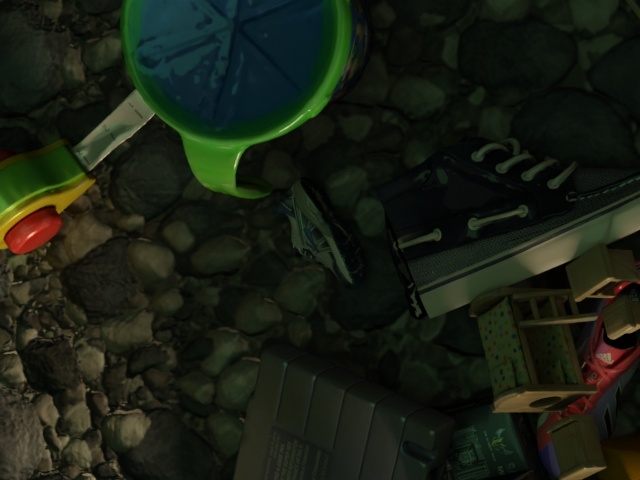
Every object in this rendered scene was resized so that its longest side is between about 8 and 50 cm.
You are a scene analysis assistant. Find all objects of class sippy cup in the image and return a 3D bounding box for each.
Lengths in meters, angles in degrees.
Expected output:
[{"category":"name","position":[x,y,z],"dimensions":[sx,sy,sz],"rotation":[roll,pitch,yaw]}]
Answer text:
[{"category":"sippy cup","position":[-0.053,-0.214,1.474],"dimensions":[0.305,0.224,0.240],"rotation":[-44,81,17]}]

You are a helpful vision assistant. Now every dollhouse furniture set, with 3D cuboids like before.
[{"category":"dollhouse furniture set","position":[0.235,0.118,1.373],"dimensions":[0.161,0.101,0.182],"rotation":[-43,52,50]}]

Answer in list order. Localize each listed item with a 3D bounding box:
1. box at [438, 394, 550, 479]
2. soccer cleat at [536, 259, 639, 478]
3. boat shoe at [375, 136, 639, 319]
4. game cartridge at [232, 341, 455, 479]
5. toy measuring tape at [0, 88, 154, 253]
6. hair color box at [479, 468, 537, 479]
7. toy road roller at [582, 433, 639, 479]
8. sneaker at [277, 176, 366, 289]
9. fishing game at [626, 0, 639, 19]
[{"category":"box","position":[0.157,0.295,1.530],"dimensions":[0.183,0.059,0.233],"rotation":[-20,88,22]},{"category":"soccer cleat","position":[0.280,0.133,1.456],"dimensions":[0.083,0.095,0.248],"rotation":[28,102,15]},{"category":"boat shoe","position":[0.213,-0.050,1.447],"dimensions":[0.340,0.127,0.158],"rotation":[-25,87,19]},{"category":"game cartridge","position":[0.003,0.307,1.543],"dimensions":[0.230,0.068,0.355],"rotation":[25,113,32]},{"category":"toy measuring tape","position":[-0.305,-0.082,1.630],"dimensions":[0.330,0.121,0.121],"rotation":[-39,82,18]},{"category":"hair color box","position":[0.188,0.417,1.394],"dimensions":[0.105,0.174,0.347],"rotation":[-21,88,38]},{"category":"toy road roller","position":[0.436,0.290,1.390],"dimensions":[0.329,0.240,0.202],"rotation":[-3,94,56]},{"category":"sneaker","position":[0.000,0.000,1.571],"dimensions":[0.058,0.052,0.135],"rotation":[-38,75,28]},{"category":"fishing game","position":[0.404,-0.311,1.405],"dimensions":[0.264,0.041,0.189],"rotation":[-44,75,25]}]
